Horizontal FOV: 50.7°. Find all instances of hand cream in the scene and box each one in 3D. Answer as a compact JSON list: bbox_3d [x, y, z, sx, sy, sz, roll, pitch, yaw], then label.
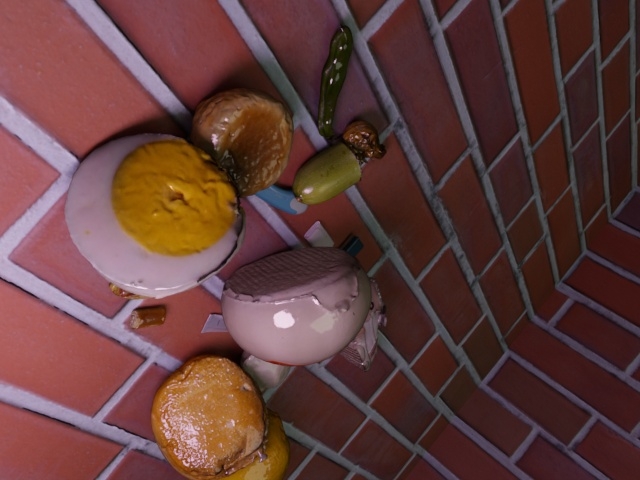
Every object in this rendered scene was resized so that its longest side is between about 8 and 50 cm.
[{"bbox_3d":[-0.221,0.224,1.804,0.216,0.038,0.052,9,87,-45],"label":"hand cream"}]

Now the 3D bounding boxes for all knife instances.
[{"bbox_3d":[-0.104,-0.113,1.663,0.222,0.031,0.064,24,88,-51],"label":"knife"}]

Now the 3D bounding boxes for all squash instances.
[{"bbox_3d":[0.007,-0.152,1.684,0.186,0.123,0.123,-36,141,-22],"label":"squash"}]

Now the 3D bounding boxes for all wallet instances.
[{"bbox_3d":[0.000,0.000,1.878,0.061,0.025,0.122,-54,145,-12],"label":"wallet"}]

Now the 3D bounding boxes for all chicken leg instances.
[{"bbox_3d":[0.129,-0.247,1.774,0.085,0.101,0.207,-31,159,17],"label":"chicken leg"}]

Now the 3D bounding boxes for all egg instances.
[{"bbox_3d":[-0.309,-0.026,1.307,0.337,0.337,0.201,-39,166,-20],"label":"egg"}]

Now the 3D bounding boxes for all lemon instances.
[{"bbox_3d":[-0.229,0.605,1.891,0.297,0.297,0.297,-29,137,-31],"label":"lemon"}]

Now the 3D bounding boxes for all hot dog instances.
[{"bbox_3d":[-0.378,0.096,1.492,0.168,0.061,0.078,-20,134,-38],"label":"hot dog"}]

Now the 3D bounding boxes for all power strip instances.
[{"bbox_3d":[0.071,0.042,1.985,0.123,0.032,0.056,-48,143,-9],"label":"power strip"}]

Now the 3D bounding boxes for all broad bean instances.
[{"bbox_3d":[0.032,-0.364,1.601,0.098,0.056,0.318,-51,158,-39],"label":"broad bean"}]

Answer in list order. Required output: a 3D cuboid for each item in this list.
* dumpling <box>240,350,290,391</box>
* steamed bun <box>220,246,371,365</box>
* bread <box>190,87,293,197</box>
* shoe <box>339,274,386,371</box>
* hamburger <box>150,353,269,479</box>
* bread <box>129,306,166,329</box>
[{"bbox_3d":[-0.157,0.348,1.895,0.162,0.132,0.250,-55,161,-15],"label":"dumpling"},{"bbox_3d":[-0.052,0.171,1.647,0.374,0.374,0.242,-25,113,-34],"label":"steamed bun"},{"bbox_3d":[-0.173,-0.211,1.420,0.244,0.134,0.245,-26,135,-29],"label":"bread"},{"bbox_3d":[0.127,0.259,2.108,0.198,0.171,0.351,-43,145,-20],"label":"shoe"},{"bbox_3d":[-0.274,0.450,1.706,0.289,0.314,0.170,-30,174,-22],"label":"hamburger"},{"bbox_3d":[-0.399,0.177,1.557,0.083,0.036,0.047,-2,111,-47],"label":"bread"}]
